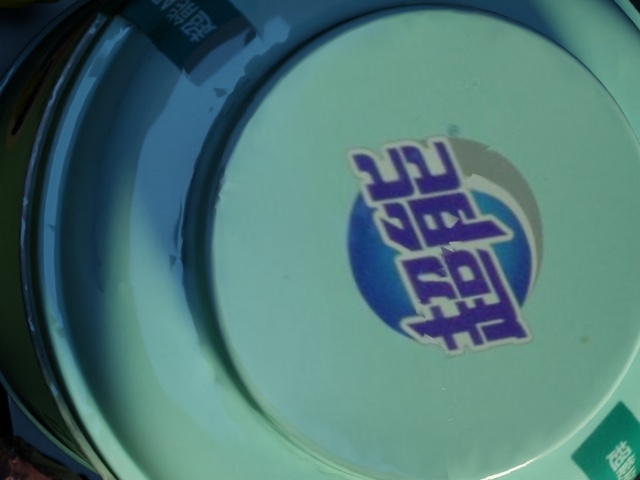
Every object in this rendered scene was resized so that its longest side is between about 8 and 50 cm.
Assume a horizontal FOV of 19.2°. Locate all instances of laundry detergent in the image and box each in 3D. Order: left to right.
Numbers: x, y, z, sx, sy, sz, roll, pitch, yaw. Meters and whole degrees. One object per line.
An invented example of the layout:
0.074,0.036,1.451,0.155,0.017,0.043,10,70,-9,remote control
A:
0.000,0.000,0.826,0.287,0.305,0.287,0,91,-17,laundry detergent

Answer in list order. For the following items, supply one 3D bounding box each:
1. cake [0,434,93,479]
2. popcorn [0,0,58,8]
-0.209,0.192,0.870,0.295,0.116,0.113,-38,98,-15,cake
-0.145,-0.197,0.838,0.155,0.197,0.198,33,81,-44,popcorn
